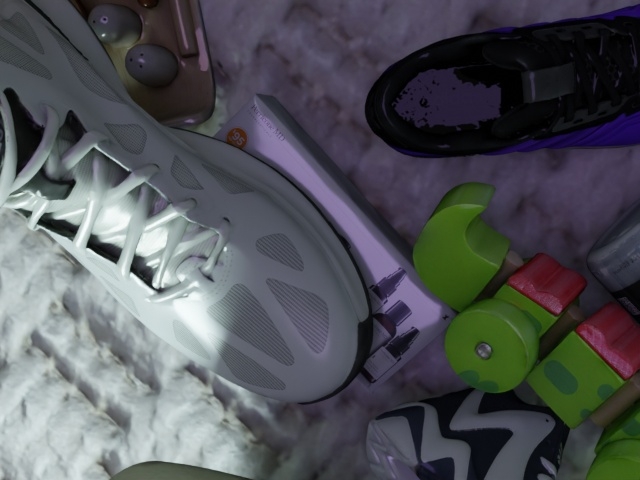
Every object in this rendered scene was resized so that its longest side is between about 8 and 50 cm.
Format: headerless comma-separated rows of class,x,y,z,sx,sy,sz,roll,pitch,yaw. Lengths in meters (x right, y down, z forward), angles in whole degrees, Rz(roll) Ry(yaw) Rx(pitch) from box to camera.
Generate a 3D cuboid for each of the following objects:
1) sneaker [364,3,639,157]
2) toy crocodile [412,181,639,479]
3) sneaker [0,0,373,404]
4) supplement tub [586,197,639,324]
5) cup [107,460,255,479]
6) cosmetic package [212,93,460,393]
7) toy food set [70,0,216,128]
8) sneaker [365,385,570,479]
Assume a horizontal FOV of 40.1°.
sneaker,0.171,-0.109,0.623,0.293,0.146,0.102,-10,93,13
toy crocodile,0.201,0.096,0.628,0.340,0.115,0.105,45,128,13
sneaker,-0.167,-0.019,0.585,0.447,0.257,0.169,42,109,1
supplement tub,0.296,0.046,0.627,0.117,0.117,0.190,-43,86,13
cup,-0.021,0.321,0.601,0.237,0.331,0.331,-5,95,18
cosmetic package,0.000,0.000,0.715,0.099,0.060,0.239,-43,86,12
toy food set,-0.225,-0.225,0.724,0.220,0.092,0.306,-10,93,13
sneaker,0.159,0.192,0.648,0.235,0.153,0.094,41,144,40
